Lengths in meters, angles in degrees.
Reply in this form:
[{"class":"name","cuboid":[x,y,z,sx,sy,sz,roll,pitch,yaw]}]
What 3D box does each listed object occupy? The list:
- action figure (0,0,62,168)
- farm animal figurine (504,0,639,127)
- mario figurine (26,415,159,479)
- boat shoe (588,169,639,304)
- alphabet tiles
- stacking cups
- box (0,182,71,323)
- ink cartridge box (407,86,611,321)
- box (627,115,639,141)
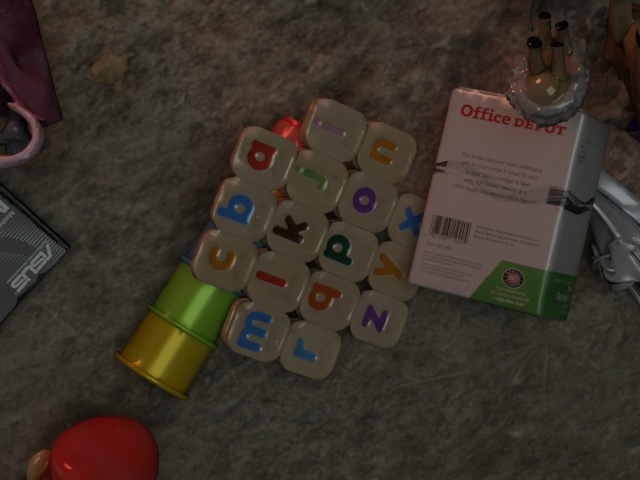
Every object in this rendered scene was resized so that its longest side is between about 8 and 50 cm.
[{"class":"action figure","cuboid":[-0.359,-0.280,1.761,0.248,0.276,0.370,6,106,-1]},{"class":"farm animal figurine","cuboid":[0.363,-0.214,1.812,0.330,0.327,0.172,1,133,10]},{"class":"mario figurine","cuboid":[-0.287,0.314,1.881,0.320,0.170,0.198,-48,133,8]},{"class":"boat shoe","cuboid":[0.342,0.020,1.928,0.084,0.095,0.258,-45,95,-7]},{"class":"alphabet tiles","cuboid":[0.000,0.000,1.877,0.278,0.021,0.284,21,91,-33]},{"class":"stacking cups","cuboid":[-0.094,0.016,1.879,0.096,0.096,0.316,34,89,-7]},{"class":"box","cuboid":[-0.395,0.016,1.871,0.184,0.045,0.191,43,88,-4]},{"class":"ink cartridge box","cuboid":[0.202,-0.040,1.877,0.160,0.092,0.219,14,91,29]},{"class":"box","cuboid":[0.427,-0.147,1.940,0.126,0.072,0.137,30,89,-5]}]
